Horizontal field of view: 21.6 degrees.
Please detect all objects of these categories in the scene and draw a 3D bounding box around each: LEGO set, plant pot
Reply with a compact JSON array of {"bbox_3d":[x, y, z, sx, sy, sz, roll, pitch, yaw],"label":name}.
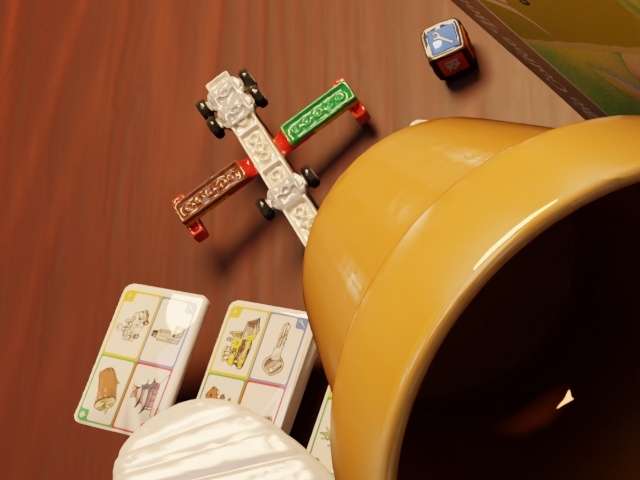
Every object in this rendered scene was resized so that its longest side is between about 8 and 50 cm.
[{"bbox_3d":[0.000,0.000,0.838,0.182,0.060,0.244,8,69,28],"label":"LEGO set"},{"bbox_3d":[0.084,0.038,0.637,0.205,0.205,0.188,-49,28,2],"label":"plant pot"}]

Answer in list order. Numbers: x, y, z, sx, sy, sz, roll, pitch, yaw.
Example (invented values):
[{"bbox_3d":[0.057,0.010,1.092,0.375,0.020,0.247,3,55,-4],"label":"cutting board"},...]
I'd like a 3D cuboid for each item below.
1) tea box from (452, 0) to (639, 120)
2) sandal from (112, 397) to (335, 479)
[{"bbox_3d":[0.199,-0.213,0.600,0.329,0.220,0.323,-54,20,-6],"label":"tea box"},{"bbox_3d":[0.016,0.165,0.677,0.102,0.076,0.265,-35,54,-15],"label":"sandal"}]
